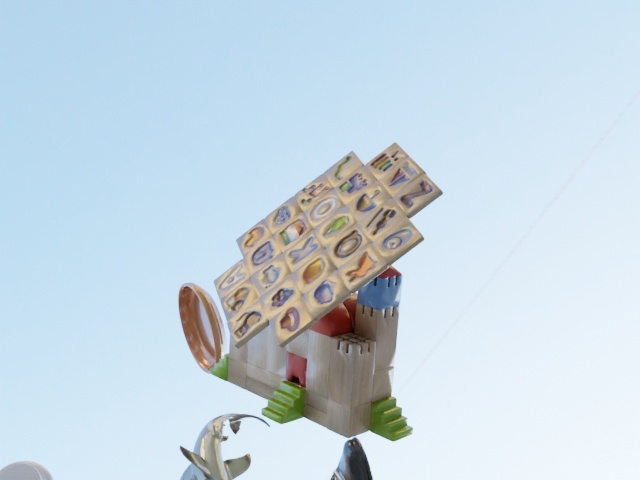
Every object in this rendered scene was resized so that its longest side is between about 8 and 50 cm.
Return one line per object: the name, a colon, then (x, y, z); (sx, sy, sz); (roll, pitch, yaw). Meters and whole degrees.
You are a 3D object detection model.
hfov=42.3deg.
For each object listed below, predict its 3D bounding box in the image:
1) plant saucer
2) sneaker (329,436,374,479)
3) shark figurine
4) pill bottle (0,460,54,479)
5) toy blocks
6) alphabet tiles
plant saucer: (-0.247, 0.182, 1.751); (0.037, 0.200, 0.200); (-15, -47, -28)
sneaker: (0.037, 0.570, 1.749); (0.146, 0.122, 0.331); (-4, -69, -13)
shark figurine: (-0.191, 0.371, 1.412); (0.166, 0.278, 0.116); (38, -68, -18)
pill bottle: (-0.532, 0.470, 1.493); (0.117, 0.117, 0.215); (0, -31, -10)
toy blocks: (-0.017, 0.136, 1.325); (0.190, 0.381, 0.261); (-7, -75, -45)
alphabet tiles: (0.000, 0.000, 1.154); (0.342, 0.285, 0.011); (-37, -57, 4)
